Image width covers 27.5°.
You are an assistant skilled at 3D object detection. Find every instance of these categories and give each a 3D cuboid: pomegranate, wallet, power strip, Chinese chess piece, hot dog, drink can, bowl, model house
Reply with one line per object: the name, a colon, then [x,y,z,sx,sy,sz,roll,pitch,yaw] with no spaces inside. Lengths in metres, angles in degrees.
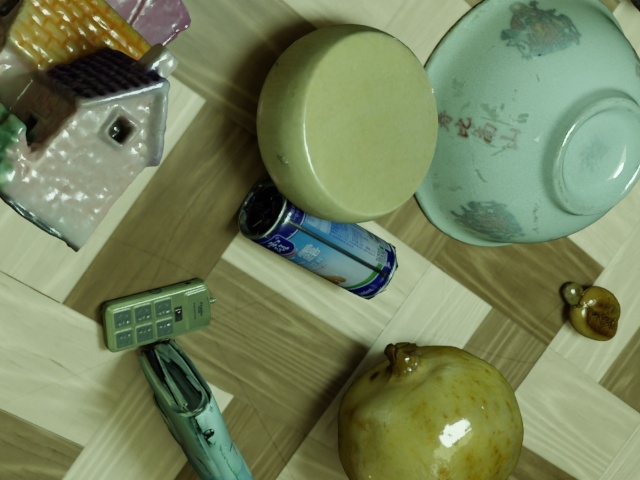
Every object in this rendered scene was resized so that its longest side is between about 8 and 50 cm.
pomegranate: [0.163,0.301,2.002,0.307,0.307,0.307,-14,119,-26]
wallet: [-0.167,0.267,1.827,0.075,0.176,0.250,-29,132,-12]
power strip: [-0.219,0.102,1.813,0.169,0.028,0.076,-15,119,-25]
Chinese chess piece: [0.038,-0.157,1.755,0.273,0.102,0.273,-4,96,-40]
hot dog: [0.460,0.119,2.227,0.140,0.060,0.089,21,96,-44]
drink can: [0.000,0.000,1.858,0.235,0.097,0.097,28,96,-39]
bowl: [0.359,-0.153,1.942,0.435,0.196,0.434,-14,119,-27]
model house: [-0.284,-0.156,1.365,0.237,0.237,0.202,-50,126,-6]

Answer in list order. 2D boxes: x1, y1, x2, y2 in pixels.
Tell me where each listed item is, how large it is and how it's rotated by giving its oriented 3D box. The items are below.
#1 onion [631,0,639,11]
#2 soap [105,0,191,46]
onion: [0.551,-0.412,1.978,0.195,0.159,0.159,-39,133,-45]
soap: [-0.357,-0.241,1.501,0.359,0.128,0.233,-41,130,-8]
